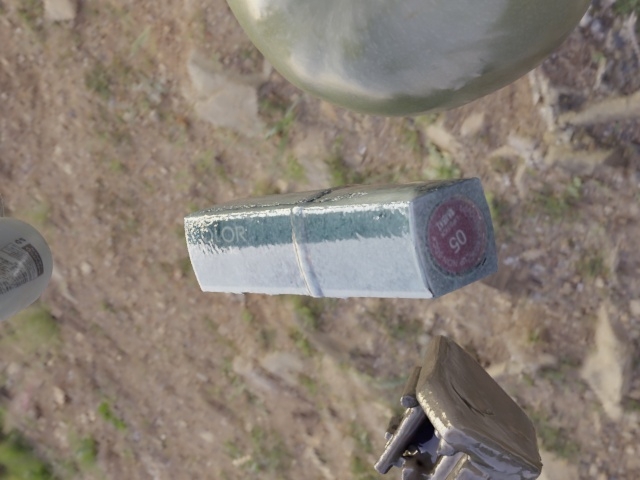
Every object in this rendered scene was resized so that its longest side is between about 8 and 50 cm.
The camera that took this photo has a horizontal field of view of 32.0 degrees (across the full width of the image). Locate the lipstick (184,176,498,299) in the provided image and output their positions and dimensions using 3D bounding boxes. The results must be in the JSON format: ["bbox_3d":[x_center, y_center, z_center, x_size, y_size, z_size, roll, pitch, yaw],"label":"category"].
[{"bbox_3d":[0.000,0.000,0.838,0.290,0.076,0.077,-2,105,51],"label":"lipstick"}]

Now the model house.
[{"bbox_3d":[0.107,0.204,0.970,0.122,0.229,0.188,24,102,2],"label":"model house"}]

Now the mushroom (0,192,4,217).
[{"bbox_3d":[-0.418,-0.123,1.085,0.154,0.137,0.407,17,150,7],"label":"mushroom"}]

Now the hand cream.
[{"bbox_3d":[-0.283,0.033,0.838,0.124,0.341,0.077,40,100,1],"label":"hand cream"}]

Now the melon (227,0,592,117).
[{"bbox_3d":[0.061,-0.210,0.694,0.272,0.308,0.271,20,145,15],"label":"melon"}]
